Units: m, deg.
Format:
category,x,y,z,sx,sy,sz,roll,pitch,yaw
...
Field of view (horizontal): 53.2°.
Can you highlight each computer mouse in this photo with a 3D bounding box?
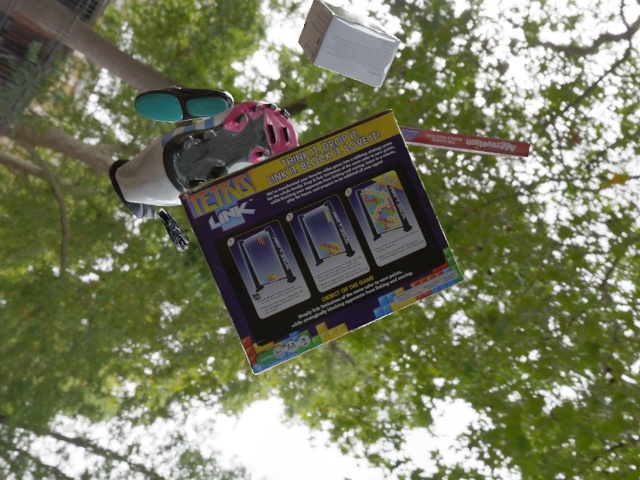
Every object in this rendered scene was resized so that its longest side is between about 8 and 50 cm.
category,x,y,z,sx,sy,sz,roll,pitch,yaw
computer mouse,-0.246,-0.049,0.972,0.041,0.242,0.071,-24,-116,2

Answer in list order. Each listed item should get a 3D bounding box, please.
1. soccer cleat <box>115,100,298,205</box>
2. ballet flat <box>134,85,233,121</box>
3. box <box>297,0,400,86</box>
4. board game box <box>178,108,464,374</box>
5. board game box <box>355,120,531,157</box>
category,x,y,z,sx,sy,sz,roll,pitch,yaw
soccer cleat,-0.159,-0.131,0.940,0.143,0.331,0.116,-10,-78,31
ballet flat,-0.270,-0.278,1.287,0.203,0.074,0.074,1,-121,9
box,0.062,-0.466,1.501,0.119,0.181,0.181,-66,-154,25
board game box,0.000,0.000,0.480,0.170,0.141,0.048,-23,179,-7
board game box,0.196,-0.171,1.088,0.145,0.281,0.027,-85,-178,-83
